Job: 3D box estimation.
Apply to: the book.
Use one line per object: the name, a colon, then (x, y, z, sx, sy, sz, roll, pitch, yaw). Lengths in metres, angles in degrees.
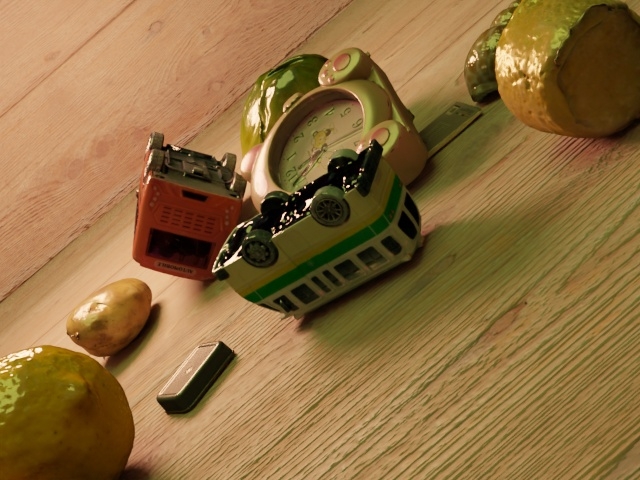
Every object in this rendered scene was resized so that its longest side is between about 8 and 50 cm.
book: (0.184, -0.169, 1.619, 0.181, 0.014, 0.127, -40, 17, 0)

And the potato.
potato: (-0.415, 0.155, 1.914, 0.161, 0.128, 0.235, -23, 14, 2)

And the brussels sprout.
brussels sprout: (-0.036, -0.223, 1.848, 0.259, 0.227, 0.294, -106, 29, -66)

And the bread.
bread: (0.320, -0.226, 1.197, 0.197, 0.197, 0.170, -41, 24, -3)

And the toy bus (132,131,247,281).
toy bus: (-0.284, -0.073, 1.997, 0.427, 0.203, 0.233, -124, 50, -73)

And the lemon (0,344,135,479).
lemon: (-0.395, 0.280, 1.341, 0.310, 0.253, 0.253, -47, 9, 43)

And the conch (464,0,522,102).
conch: (0.297, -0.307, 1.586, 0.173, 0.106, 0.116, -45, -8, 37)

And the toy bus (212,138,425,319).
toy bus: (0.000, 0.000, 1.337, 0.276, 0.165, 0.133, -31, 21, 31)

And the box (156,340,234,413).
box: (-0.191, 0.205, 1.453, 0.091, 0.031, 0.126, -15, 32, 55)

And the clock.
clock: (0.010, -0.142, 1.604, 0.309, 0.114, 0.284, -38, 48, 17)
